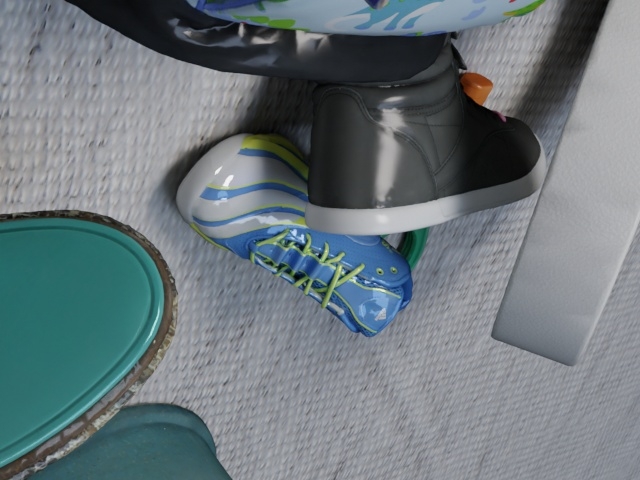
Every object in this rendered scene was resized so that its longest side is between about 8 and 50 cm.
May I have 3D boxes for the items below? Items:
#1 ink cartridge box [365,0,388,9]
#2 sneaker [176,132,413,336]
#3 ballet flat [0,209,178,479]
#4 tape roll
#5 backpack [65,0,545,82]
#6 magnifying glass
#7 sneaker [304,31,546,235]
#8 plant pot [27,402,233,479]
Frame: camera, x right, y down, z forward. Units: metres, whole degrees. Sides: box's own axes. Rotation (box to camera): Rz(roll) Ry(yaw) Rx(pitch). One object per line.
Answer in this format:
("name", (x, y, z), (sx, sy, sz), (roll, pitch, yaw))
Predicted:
("ink cartridge box", (-0.053, -0.293, 0.552), (0.071, 0.330, 0.324), (-15, 137, -46))
("sneaker", (0.000, 0.000, 1.211), (0.091, 0.126, 0.240), (-54, 152, 10))
("ballet flat", (-0.308, 0.131, 0.953), (0.483, 0.164, 0.182), (-29, 169, -21))
("tape roll", (0.223, -0.096, 1.273), (0.392, 0.072, 0.392), (20, 90, -82))
("backpack", (0.056, -0.238, 0.828), (0.290, 0.273, 0.355), (-4, 129, -48))
("magnifying glass", (0.076, -0.034, 1.383), (0.092, 0.026, 0.231), (-8, 132, -50))
("sneaker", (0.086, -0.099, 1.213), (0.296, 0.105, 0.146), (-20, 114, -57))
("plant pot", (-0.114, 0.360, 1.289), (0.341, 0.334, 0.341), (-34, 149, -23))
